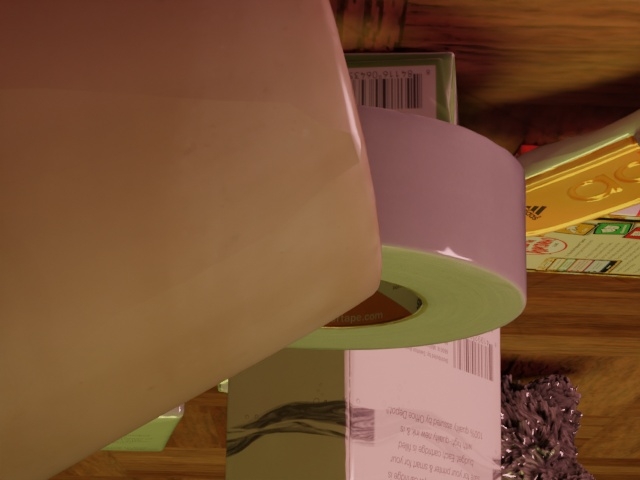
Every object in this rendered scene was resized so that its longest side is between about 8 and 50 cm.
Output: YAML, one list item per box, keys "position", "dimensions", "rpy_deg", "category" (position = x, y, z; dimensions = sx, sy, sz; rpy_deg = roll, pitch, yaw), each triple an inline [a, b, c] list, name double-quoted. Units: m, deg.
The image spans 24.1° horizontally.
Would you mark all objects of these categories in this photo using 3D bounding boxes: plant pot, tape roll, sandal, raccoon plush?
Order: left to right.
- position: [-0.134, -0.035, 0.595]
  dimensions: [0.280, 0.323, 0.323]
  rpy_deg: [-15, 164, -5]
  category: "plant pot"
- position: [0.000, 0.000, 0.800]
  dimensions: [0.219, 0.072, 0.219]
  rpy_deg: [3, 163, 1]
  category: "tape roll"
- position: [0.102, 0.189, 1.449]
  dimensions: [0.299, 0.216, 0.446]
  rpy_deg: [-11, 161, 12]
  category: "raccoon plush"
- position: [0.205, -0.032, 0.831]
  dimensions: [0.265, 0.076, 0.102]
  rpy_deg: [-25, 149, 32]
  category: "sandal"

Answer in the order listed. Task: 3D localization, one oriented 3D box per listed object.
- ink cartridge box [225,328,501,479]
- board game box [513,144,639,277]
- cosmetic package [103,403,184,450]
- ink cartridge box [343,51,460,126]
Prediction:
- position: [0.035, 0.132, 1.090]
  dimensions: [0.117, 0.283, 0.207]
  rpy_deg: [-11, 159, 35]
  category: "ink cartridge box"
- position: [0.210, -0.013, 1.004]
  dimensions: [0.194, 0.045, 0.147]
  rpy_deg: [4, 163, -7]
  category: "board game box"
- position: [-0.182, 0.072, 1.134]
  dimensions: [0.151, 0.151, 0.183]
  rpy_deg: [4, 164, -10]
  category: "cosmetic package"
- position: [0.030, -0.043, 0.890]
  dimensions: [0.109, 0.062, 0.209]
  rpy_deg: [0, 163, 7]
  category: "ink cartridge box"
